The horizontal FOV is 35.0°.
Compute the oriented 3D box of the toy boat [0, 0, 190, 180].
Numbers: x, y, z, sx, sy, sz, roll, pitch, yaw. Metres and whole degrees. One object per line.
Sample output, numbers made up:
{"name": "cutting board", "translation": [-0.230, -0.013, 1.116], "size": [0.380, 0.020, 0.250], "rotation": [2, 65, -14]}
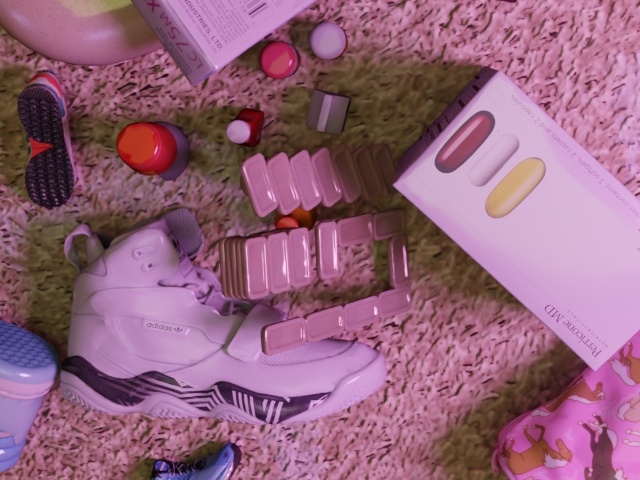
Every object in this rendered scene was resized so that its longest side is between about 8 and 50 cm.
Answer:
{"name": "toy boat", "translation": [-0.206, -0.219, 1.071], "size": [0.268, 0.148, 0.318], "rotation": [-12, 91, 3]}

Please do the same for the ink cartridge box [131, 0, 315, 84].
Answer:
{"name": "ink cartridge box", "translation": [-0.062, -0.310, 0.999], "size": [0.311, 0.065, 0.185], "rotation": [-42, 103, -28]}

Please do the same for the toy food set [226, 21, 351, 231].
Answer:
{"name": "toy food set", "translation": [-0.035, -0.121, 1.075], "size": [0.111, 0.104, 0.232], "rotation": [15, 101, 3]}

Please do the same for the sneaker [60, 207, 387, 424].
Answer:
{"name": "sneaker", "translation": [-0.113, 0.079, 1.102], "size": [0.366, 0.137, 0.210], "rotation": [0, 103, 9]}

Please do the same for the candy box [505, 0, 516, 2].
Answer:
{"name": "candy box", "translation": [0.199, -0.336, 1.010], "size": [0.053, 0.109, 0.186], "rotation": [13, 101, 3]}

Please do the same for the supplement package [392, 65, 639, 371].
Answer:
{"name": "supplement package", "translation": [0.216, -0.032, 1.014], "size": [0.262, 0.204, 0.145], "rotation": [42, 102, -3]}

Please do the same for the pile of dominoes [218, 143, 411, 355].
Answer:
{"name": "pile of dominoes", "translation": [0.000, 0.000, 1.051], "size": [0.040, 0.251, 0.195], "rotation": [3, 100, 41]}

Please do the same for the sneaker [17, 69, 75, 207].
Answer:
{"name": "sneaker", "translation": [-0.300, -0.115, 1.133], "size": [0.057, 0.075, 0.161], "rotation": [2, 128, -2]}

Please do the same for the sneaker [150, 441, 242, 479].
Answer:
{"name": "sneaker", "translation": [-0.164, 0.282, 1.184], "size": [0.162, 0.063, 0.073], "rotation": [-37, 91, 11]}

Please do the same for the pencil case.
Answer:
{"name": "pencil case", "translation": [0.359, 0.161, 1.059], "size": [0.386, 0.167, 0.160], "rotation": [-45, 131, 11]}

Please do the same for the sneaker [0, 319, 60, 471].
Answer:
{"name": "sneaker", "translation": [-0.471, 0.167, 1.167], "size": [0.319, 0.127, 0.208], "rotation": [24, 109, 10]}
